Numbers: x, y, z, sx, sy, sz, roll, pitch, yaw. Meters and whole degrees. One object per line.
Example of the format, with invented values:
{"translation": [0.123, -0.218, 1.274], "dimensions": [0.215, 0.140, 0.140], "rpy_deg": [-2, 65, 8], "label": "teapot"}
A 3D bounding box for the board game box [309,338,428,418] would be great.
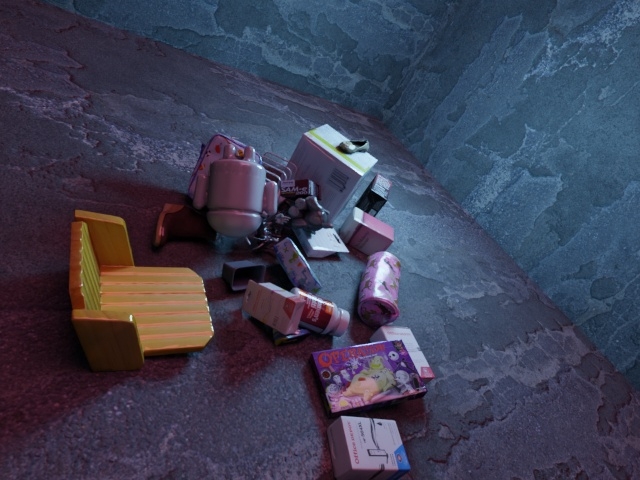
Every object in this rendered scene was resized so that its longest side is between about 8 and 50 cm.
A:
{"translation": [0.157, 0.443, 1.348], "dimensions": [0.347, 0.056, 0.208], "rpy_deg": [-3, 41, -23], "label": "board game box"}

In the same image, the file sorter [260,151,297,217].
{"translation": [-0.250, -0.264, 1.860], "dimensions": [0.193, 0.173, 0.277], "rpy_deg": [27, 32, 5], "label": "file sorter"}

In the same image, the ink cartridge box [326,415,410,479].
{"translation": [0.134, 0.595, 1.171], "dimensions": [0.203, 0.085, 0.148], "rpy_deg": [17, 36, -28], "label": "ink cartridge box"}

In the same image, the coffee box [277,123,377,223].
{"translation": [0.032, -0.335, 2.084], "dimensions": [0.338, 0.337, 0.334], "rpy_deg": [36, 31, 3], "label": "coffee box"}

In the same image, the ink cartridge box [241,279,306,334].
{"translation": [-0.157, 0.211, 1.342], "dimensions": [0.198, 0.115, 0.067], "rpy_deg": [23, 9, 28], "label": "ink cartridge box"}

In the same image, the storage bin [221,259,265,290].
{"translation": [-0.276, 0.119, 1.437], "dimensions": [0.135, 0.098, 0.091], "rpy_deg": [-4, 21, -45], "label": "storage bin"}

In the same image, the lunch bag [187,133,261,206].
{"translation": [-0.385, -0.269, 1.642], "dimensions": [0.243, 0.303, 0.115], "rpy_deg": [26, 5, -11], "label": "lunch bag"}

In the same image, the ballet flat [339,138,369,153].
{"translation": [0.174, -0.470, 2.018], "dimensions": [0.084, 0.058, 0.250], "rpy_deg": [46, 32, 19], "label": "ballet flat"}

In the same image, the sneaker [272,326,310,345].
{"translation": [-0.096, 0.310, 1.372], "dimensions": [0.144, 0.053, 0.059], "rpy_deg": [5, 40, -41], "label": "sneaker"}

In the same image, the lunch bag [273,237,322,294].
{"translation": [-0.086, 0.109, 1.556], "dimensions": [0.218, 0.090, 0.176], "rpy_deg": [55, -2, 27], "label": "lunch bag"}

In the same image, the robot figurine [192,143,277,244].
{"translation": [-0.307, -0.164, 1.494], "dimensions": [0.301, 0.352, 0.200], "rpy_deg": [4, -2, -5], "label": "robot figurine"}

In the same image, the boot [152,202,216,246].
{"translation": [-0.469, -0.039, 1.453], "dimensions": [0.207, 0.090, 0.248], "rpy_deg": [20, 31, -20], "label": "boot"}

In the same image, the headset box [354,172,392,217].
{"translation": [0.288, -0.229, 2.293], "dimensions": [0.110, 0.218, 0.293], "rpy_deg": [33, 32, -3], "label": "headset box"}

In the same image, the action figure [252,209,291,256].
{"translation": [-0.182, -0.035, 1.653], "dimensions": [0.141, 0.163, 0.275], "rpy_deg": [2, 22, 9], "label": "action figure"}

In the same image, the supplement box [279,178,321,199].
{"translation": [-0.083, -0.221, 1.834], "dimensions": [0.131, 0.073, 0.239], "rpy_deg": [-2, -1, 14], "label": "supplement box"}

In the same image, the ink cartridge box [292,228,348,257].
{"translation": [0.000, 0.000, 1.883], "dimensions": [0.225, 0.056, 0.180], "rpy_deg": [8, 40, -43], "label": "ink cartridge box"}

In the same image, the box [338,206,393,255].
{"translation": [0.228, -0.033, 2.041], "dimensions": [0.233, 0.148, 0.126], "rpy_deg": [27, 33, -11], "label": "box"}

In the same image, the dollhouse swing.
{"translation": [-0.456, 0.119, 1.090], "dimensions": [0.305, 0.315, 0.346], "rpy_deg": [-7, 47, -21], "label": "dollhouse swing"}

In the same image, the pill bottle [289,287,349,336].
{"translation": [-0.017, 0.258, 1.448], "dimensions": [0.221, 0.121, 0.121], "rpy_deg": [24, 33, -17], "label": "pill bottle"}

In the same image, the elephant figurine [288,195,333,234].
{"translation": [-0.044, -0.113, 1.797], "dimensions": [0.239, 0.170, 0.185], "rpy_deg": [-2, 75, -85], "label": "elephant figurine"}

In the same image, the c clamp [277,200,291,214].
{"translation": [-0.204, -0.175, 1.950], "dimensions": [0.137, 0.022, 0.161], "rpy_deg": [45, 33, 17], "label": "c clamp"}

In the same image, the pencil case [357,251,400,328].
{"translation": [0.259, 0.197, 1.757], "dimensions": [0.167, 0.160, 0.386], "rpy_deg": [61, 23, -22], "label": "pencil case"}

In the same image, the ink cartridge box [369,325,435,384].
{"translation": [0.300, 0.436, 1.534], "dimensions": [0.159, 0.092, 0.217], "rpy_deg": [11, 41, -33], "label": "ink cartridge box"}
